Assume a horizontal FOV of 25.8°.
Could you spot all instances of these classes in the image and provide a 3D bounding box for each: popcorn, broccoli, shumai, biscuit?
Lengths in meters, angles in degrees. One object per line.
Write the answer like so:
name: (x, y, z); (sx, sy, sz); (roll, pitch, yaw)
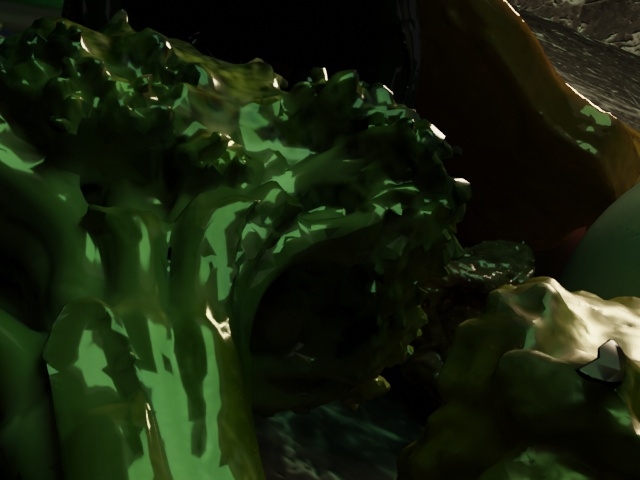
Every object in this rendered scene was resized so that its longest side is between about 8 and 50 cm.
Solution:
popcorn: (0.145, 0.128, 0.681); (0.249, 0.225, 0.249); (1, 28, -1)
broccoli: (-0.058, 0.057, 0.646); (0.353, 0.274, 0.397); (-41, 51, -21)
shumai: (0.108, 0.071, 0.981); (0.145, 0.145, 0.116); (-3, 53, -55)
biscuit: (0.049, -0.111, 1.127); (0.365, 0.062, 0.385); (41, -21, -17)

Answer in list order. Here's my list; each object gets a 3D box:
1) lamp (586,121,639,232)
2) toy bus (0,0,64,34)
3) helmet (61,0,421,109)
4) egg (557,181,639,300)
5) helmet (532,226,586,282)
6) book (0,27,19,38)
lamp: (0.319, -0.032, 1.447); (0.161, 0.161, 0.185); (18, 22, -21)
toy bus: (-0.324, -0.261, 1.249); (0.165, 0.133, 0.276); (38, 23, 31)
helmet: (-0.066, -0.135, 0.913); (0.231, 0.278, 0.160); (8, -18, -24)
egg: (0.296, 0.074, 0.956); (0.276, 0.276, 0.389); (33, 25, 18)
helmet: (0.185, -0.011, 1.300); (0.155, 0.106, 0.175); (28, 23, 7)
book: (-0.274, -0.141, 1.006); (0.428, 0.039, 0.300); (18, 10, -47)
